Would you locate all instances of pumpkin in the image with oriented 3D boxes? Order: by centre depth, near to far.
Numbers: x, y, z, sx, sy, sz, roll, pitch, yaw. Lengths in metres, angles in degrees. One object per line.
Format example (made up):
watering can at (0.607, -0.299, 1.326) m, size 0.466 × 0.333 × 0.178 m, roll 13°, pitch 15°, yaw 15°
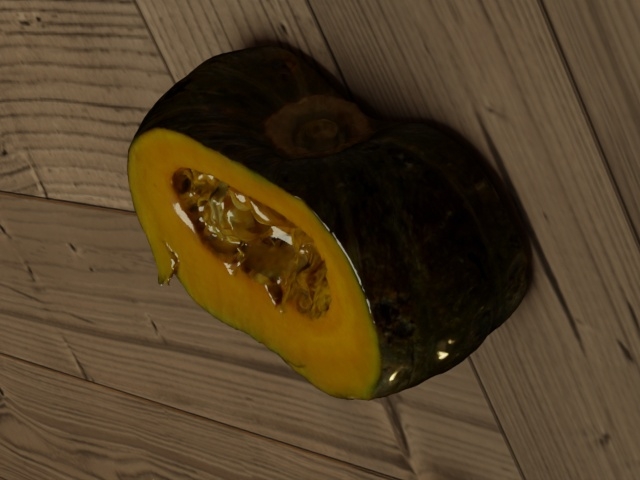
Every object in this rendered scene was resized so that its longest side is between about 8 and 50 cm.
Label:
pumpkin at (0.000, 0.000, 1.423) m, size 0.317 × 0.139 × 0.222 m, roll 27°, pitch 141°, yaw 38°
